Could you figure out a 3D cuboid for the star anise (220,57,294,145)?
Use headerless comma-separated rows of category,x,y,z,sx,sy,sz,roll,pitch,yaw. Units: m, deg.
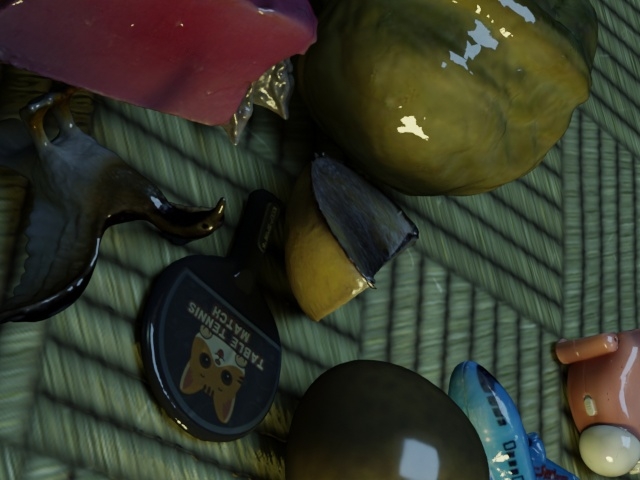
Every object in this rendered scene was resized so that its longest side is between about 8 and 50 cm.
star anise,-0.095,-0.179,1.123,0.209,0.089,0.231,33,40,-27

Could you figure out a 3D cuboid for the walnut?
walnut,0.114,-0.186,1.229,0.277,0.282,0.253,36,6,-48

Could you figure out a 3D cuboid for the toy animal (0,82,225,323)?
toy animal,-0.157,-0.030,0.923,0.272,0.197,0.160,-40,102,-45

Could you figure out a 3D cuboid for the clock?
clock,0.346,0.179,1.485,0.166,0.093,0.162,-2,79,-50

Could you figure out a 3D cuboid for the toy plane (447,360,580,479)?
toy plane,0.170,0.241,1.242,0.254,0.105,0.271,-29,96,-51

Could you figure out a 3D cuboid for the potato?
potato,-0.002,0.002,1.141,0.120,0.100,0.261,51,16,2

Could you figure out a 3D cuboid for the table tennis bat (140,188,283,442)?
table tennis bat,-0.077,0.055,1.099,0.150,0.027,0.236,43,48,-32

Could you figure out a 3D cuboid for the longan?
longan,0.058,0.183,1.097,0.184,0.159,0.204,61,27,-1

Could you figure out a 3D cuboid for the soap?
soap,-0.163,-0.274,0.968,0.233,0.128,0.359,15,44,-45
